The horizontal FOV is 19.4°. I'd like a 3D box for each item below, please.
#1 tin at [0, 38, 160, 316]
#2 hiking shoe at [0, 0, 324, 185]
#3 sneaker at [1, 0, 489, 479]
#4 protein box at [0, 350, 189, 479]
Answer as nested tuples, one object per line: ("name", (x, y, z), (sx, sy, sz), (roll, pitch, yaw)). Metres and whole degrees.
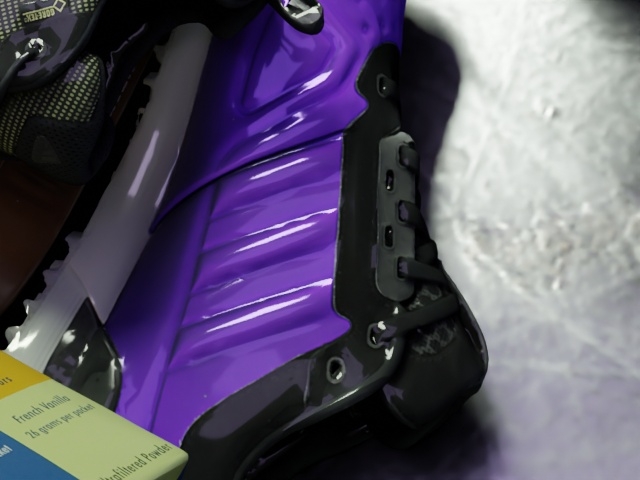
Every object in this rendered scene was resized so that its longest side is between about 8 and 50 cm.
("tin", (-0.099, -0.050, 0.678), (0.040, 0.106, 0.190), (32, 73, -22))
("hiking shoe", (-0.116, -0.064, 0.580), (0.227, 0.086, 0.114), (-26, 67, -5))
("sneaker", (0.000, 0.001, 0.648), (0.146, 0.102, 0.293), (23, 79, 14))
("protein box", (-0.180, 0.120, 0.556), (0.201, 0.136, 0.200), (27, 113, 18))
